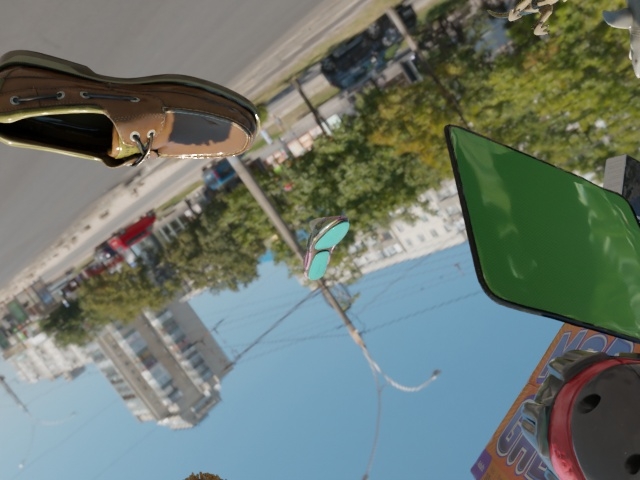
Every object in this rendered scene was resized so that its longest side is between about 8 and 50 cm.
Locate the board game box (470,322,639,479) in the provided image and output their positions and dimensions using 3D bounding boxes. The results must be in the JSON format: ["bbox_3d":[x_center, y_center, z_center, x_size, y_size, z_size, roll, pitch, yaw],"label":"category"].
[{"bbox_3d":[0.479,0.318,0.941,0.356,0.356,0.356,-56,175,-3],"label":"board game box"}]

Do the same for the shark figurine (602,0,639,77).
[{"bbox_3d":[0.573,-0.450,1.221,0.166,0.278,0.116,-54,-151,-12],"label":"shark figurine"}]

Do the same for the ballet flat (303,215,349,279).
[{"bbox_3d":[0.000,0.000,1.546,0.077,0.079,0.221,-10,146,-26],"label":"ballet flat"}]

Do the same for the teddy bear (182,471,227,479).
[{"bbox_3d":[-0.108,0.309,0.575,0.113,0.245,0.338,-58,-172,5],"label":"teddy bear"}]

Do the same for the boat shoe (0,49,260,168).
[{"bbox_3d":[-0.222,-0.127,0.785,0.110,0.308,0.104,109,-18,-47],"label":"boat shoe"}]

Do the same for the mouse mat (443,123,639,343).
[{"bbox_3d":[0.171,-0.002,0.473,0.007,0.190,0.152,-48,-147,42],"label":"mouse mat"}]

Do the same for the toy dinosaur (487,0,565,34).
[{"bbox_3d":[0.279,-0.303,0.866,0.183,0.053,0.092,-27,-155,56],"label":"toy dinosaur"}]

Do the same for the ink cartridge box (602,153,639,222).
[{"bbox_3d":[0.524,-0.003,1.071,0.045,0.206,0.208,-20,-129,64],"label":"ink cartridge box"}]

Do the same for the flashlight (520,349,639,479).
[{"bbox_3d":[0.181,0.108,0.299,0.103,0.103,0.304,-53,177,-4],"label":"flashlight"}]
